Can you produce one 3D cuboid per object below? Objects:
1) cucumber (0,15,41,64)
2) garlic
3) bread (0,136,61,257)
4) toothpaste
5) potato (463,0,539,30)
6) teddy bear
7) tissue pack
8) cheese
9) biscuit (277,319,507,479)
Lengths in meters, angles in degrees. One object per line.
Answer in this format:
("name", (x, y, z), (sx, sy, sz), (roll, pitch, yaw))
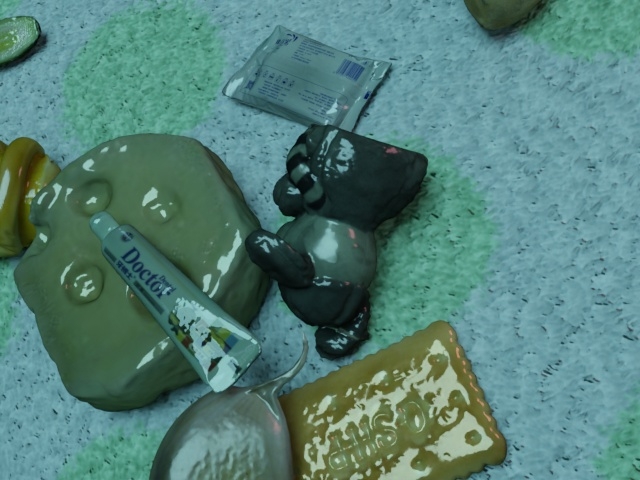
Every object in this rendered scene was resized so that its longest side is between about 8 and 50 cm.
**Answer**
("cucumber", (-0.467, -0.301, 1.232), (0.107, 0.035, 0.067), (-16, 82, 13))
("garlic", (-0.096, 0.220, 0.817), (0.148, 0.128, 0.266), (5, 87, -13))
("bread", (-0.497, -0.060, 1.093), (0.311, 0.121, 0.172), (-6, 66, 17))
("toothpaste", (-0.161, 0.051, 0.841), (0.067, 0.037, 0.255), (-46, 65, -2))
("potato", (0.213, -0.319, 0.942), (0.112, 0.112, 0.147), (6, 64, 23))
("teddy bear", (-0.002, -0.017, 0.867), (0.144, 0.171, 0.251), (21, 83, 47))
("tissue pack", (-0.020, -0.203, 1.025), (0.193, 0.026, 0.122), (26, 79, 28))
("cheese", (-0.215, 0.034, 0.948), (0.318, 0.115, 0.326), (10, 72, 24))
("biscuit", (0.048, 0.196, 0.827), (0.250, 0.030, 0.160), (-26, 62, 10))
